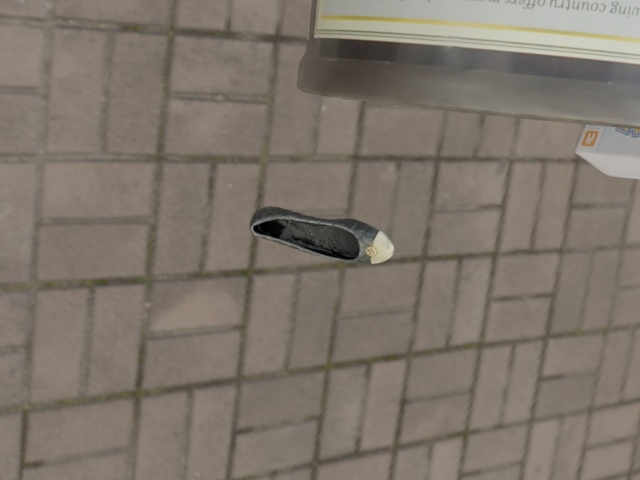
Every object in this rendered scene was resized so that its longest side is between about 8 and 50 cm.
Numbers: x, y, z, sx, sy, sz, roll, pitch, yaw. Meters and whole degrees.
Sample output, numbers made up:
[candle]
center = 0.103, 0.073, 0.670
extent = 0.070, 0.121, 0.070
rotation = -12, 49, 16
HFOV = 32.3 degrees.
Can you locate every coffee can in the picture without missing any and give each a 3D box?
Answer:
[coffee can]
center = 0.102, -0.189, 0.455
extent = 0.201, 0.201, 0.276
rotation = -1, 101, -36

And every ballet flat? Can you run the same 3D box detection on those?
[ballet flat]
center = 0.000, 0.000, 1.290
extent = 0.049, 0.173, 0.058
rotation = -61, 160, -62

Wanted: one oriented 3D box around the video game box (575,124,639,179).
[video game box]
center = 0.280, -0.125, 0.715
extent = 0.048, 0.205, 0.187
rotation = 24, 85, -31
